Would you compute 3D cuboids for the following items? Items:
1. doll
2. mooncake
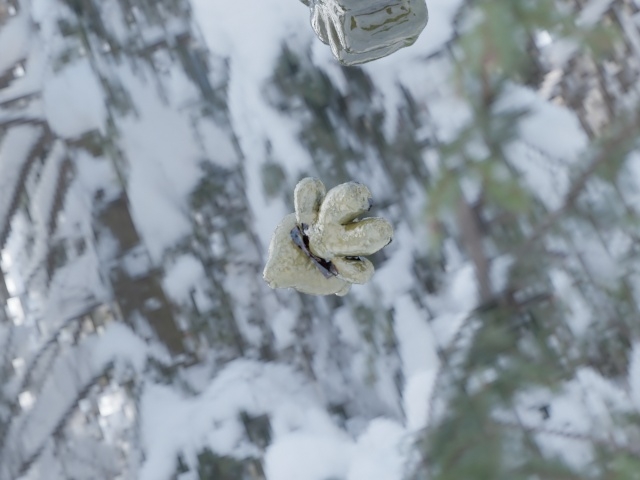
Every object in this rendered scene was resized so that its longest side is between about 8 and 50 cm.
[{"bbox_3d":[0.007,-0.004,0.801,0.093,0.061,0.051,-35,-5,41],"label":"doll"},{"bbox_3d":[-0.088,-0.189,0.511,0.057,0.347,0.150,-37,-34,-24],"label":"mooncake"}]
